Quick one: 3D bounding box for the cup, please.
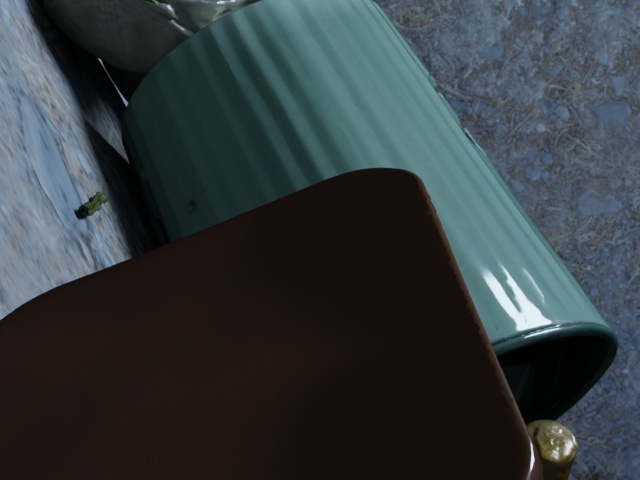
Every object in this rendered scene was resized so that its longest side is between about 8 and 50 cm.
[{"bbox_3d":[0.005,0.044,1.391,0.310,0.401,0.392,-6,59,-41],"label":"cup"}]

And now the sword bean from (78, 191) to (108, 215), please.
[{"bbox_3d":[-0.168,-0.026,1.209,0.012,0.012,0.083,64,4,-7],"label":"sword bean"}]

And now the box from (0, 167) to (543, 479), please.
[{"bbox_3d":[-0.005,0.155,0.733,0.339,0.239,0.229,-105,170,-64],"label":"box"}]

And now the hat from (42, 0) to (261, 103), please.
[{"bbox_3d":[-0.143,-0.156,1.442,0.149,0.214,0.244,-56,147,-47],"label":"hat"}]

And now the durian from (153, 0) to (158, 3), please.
[{"bbox_3d":[-0.218,-0.353,1.966,0.215,0.086,0.100,59,21,-62],"label":"durian"}]

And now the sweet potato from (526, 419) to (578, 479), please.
[{"bbox_3d":[0.129,0.313,1.386,0.109,0.109,0.385,-106,-157,-61],"label":"sweet potato"}]
